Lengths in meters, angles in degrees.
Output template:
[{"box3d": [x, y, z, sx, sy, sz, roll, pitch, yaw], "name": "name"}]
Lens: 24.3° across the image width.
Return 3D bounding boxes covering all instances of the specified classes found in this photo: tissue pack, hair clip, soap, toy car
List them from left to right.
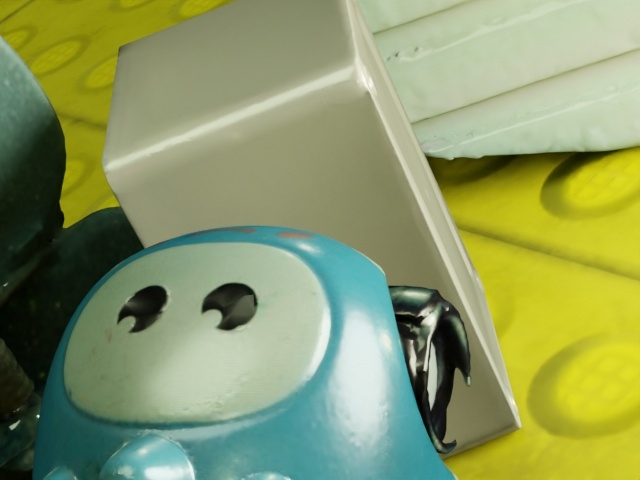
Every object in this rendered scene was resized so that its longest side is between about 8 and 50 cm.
[{"box3d": [-0.250, 0.083, 0.820, 0.238, 0.318, 0.392, -10, 36, 28], "name": "hair clip"}, {"box3d": [-0.040, 0.122, 0.646, 0.188, 0.255, 0.190, 1, 2, 21], "name": "toy car"}, {"box3d": [0.000, -0.001, 0.817, 0.136, 0.246, 0.159, -21, 30, 9], "name": "tissue pack"}, {"box3d": [0.201, -0.205, 0.953, 0.446, 0.261, 0.156, -19, 31, 17], "name": "soap"}]
